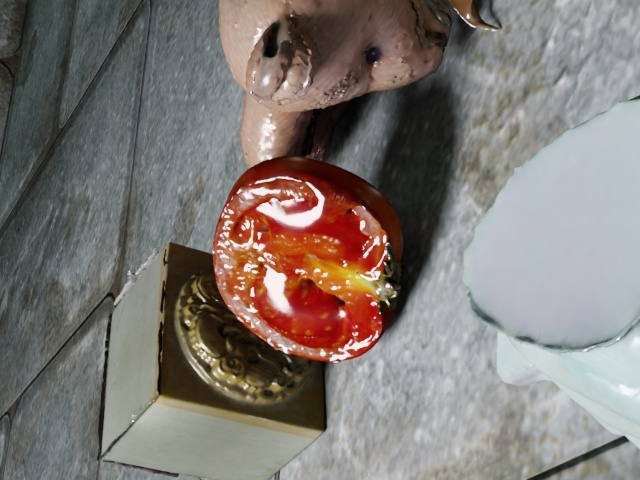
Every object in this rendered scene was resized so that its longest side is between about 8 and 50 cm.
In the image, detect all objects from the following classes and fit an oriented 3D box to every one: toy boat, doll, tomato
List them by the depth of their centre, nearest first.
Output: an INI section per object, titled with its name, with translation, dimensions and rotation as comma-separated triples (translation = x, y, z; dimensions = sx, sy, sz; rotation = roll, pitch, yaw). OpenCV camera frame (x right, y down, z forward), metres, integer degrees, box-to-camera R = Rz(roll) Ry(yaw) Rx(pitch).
[toy boat]
translation = 0.159, 0.006, 0.571
dimensions = 0.290, 0.100, 0.199
rotation = -22, 56, 59
[tomato]
translation = 0.000, 0.000, 0.896
dimensions = 0.091, 0.139, 0.159
rotation = -62, -24, -49
[doll]
translation = 0.019, -0.135, 0.934
dimensions = 0.303, 0.156, 0.201
rotation = 75, -151, -70

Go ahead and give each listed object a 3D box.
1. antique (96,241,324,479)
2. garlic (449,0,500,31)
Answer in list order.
[antique]
translation = -0.086, 0.099, 0.995
dimensions = 0.148, 0.152, 0.146
rotation = -45, 38, 46
[garlic]
translation = 0.116, -0.268, 0.842
dimensions = 0.206, 0.128, 0.115
rotation = -63, 1, 41
